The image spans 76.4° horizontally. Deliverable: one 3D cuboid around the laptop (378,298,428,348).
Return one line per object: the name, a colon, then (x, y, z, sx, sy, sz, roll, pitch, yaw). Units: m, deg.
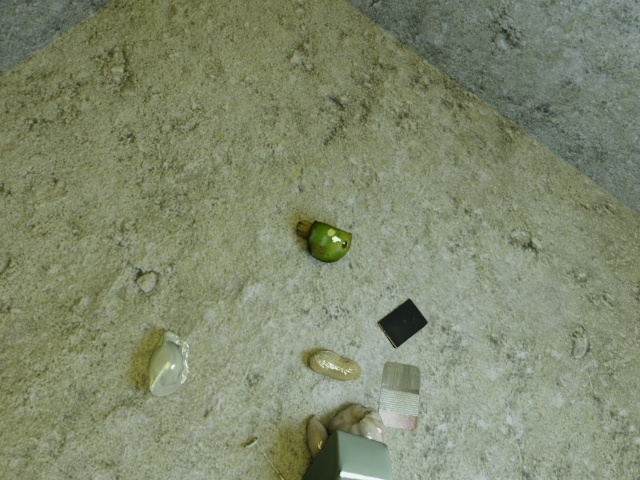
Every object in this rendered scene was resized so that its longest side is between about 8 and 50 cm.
laptop: (0.354, 0.355, 1.746, 0.197, 0.016, 0.135, -30, 79, -21)

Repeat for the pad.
pad: (0.252, 0.603, 1.614, 0.323, 0.055, 0.250, 19, 68, -24)

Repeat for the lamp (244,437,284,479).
lamp: (-0.192, 0.801, 1.454, 0.056, 0.050, 0.198, -35, 80, -24)

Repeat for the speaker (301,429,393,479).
speaker: (0.071, 0.803, 1.331, 0.184, 0.406, 0.183, 16, 33, -10)

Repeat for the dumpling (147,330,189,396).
dumpling: (-0.538, 0.447, 1.471, 0.151, 0.124, 0.228, 32, 52, -41)

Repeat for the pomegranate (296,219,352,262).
pomegranate: (0.004, 0.003, 1.703, 0.241, 0.190, 0.159, 23, 93, -5)

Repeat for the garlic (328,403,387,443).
garlic: (0.150, 0.733, 1.493, 0.219, 0.218, 0.212, -19, 106, -18)

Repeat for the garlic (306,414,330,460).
garlic: (-0.002, 0.744, 1.485, 0.087, 0.101, 0.195, -23, 73, -9)

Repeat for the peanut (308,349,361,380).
peanut: (0.058, 0.492, 1.595, 0.214, 0.090, 0.098, 22, 39, -6)
